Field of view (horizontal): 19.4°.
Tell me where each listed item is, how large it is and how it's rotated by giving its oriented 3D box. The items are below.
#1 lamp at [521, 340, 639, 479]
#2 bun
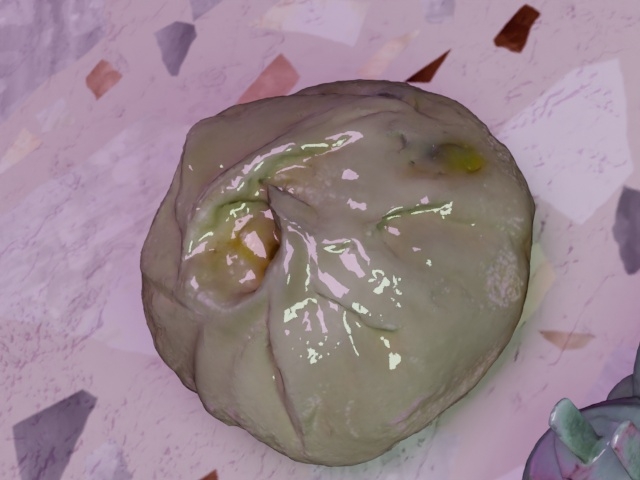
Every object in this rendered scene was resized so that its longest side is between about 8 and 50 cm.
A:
[{"bbox_3d":[0.270,0.149,1.386,0.247,0.247,0.301,21,70,40],"label":"lamp"},{"bbox_3d":[0.000,0.000,1.626,0.365,0.219,0.365,-11,59,18],"label":"bun"}]
